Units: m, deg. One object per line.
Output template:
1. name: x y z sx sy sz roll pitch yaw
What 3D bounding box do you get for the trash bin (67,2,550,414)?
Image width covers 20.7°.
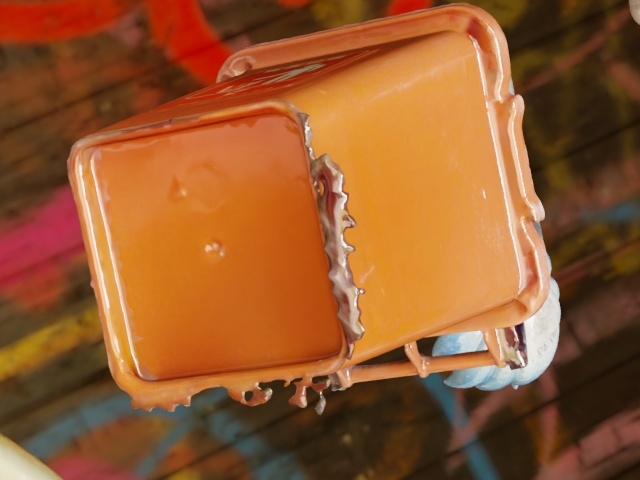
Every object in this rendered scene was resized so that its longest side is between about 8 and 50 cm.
1. trash bin: 0.000 0.000 0.800 0.238 0.161 0.184 -28 107 -64

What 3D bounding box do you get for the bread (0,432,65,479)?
1. bread: -0.151 0.220 0.555 0.329 0.245 0.424 31 13 0

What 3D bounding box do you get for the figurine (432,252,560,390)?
1. figurine: 0.116 0.054 1.128 0.079 0.114 0.114 17 -45 32

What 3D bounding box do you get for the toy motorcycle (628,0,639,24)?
1. toy motorcycle: 0.367 -0.212 1.427 0.223 0.340 0.108 -6 -81 48
